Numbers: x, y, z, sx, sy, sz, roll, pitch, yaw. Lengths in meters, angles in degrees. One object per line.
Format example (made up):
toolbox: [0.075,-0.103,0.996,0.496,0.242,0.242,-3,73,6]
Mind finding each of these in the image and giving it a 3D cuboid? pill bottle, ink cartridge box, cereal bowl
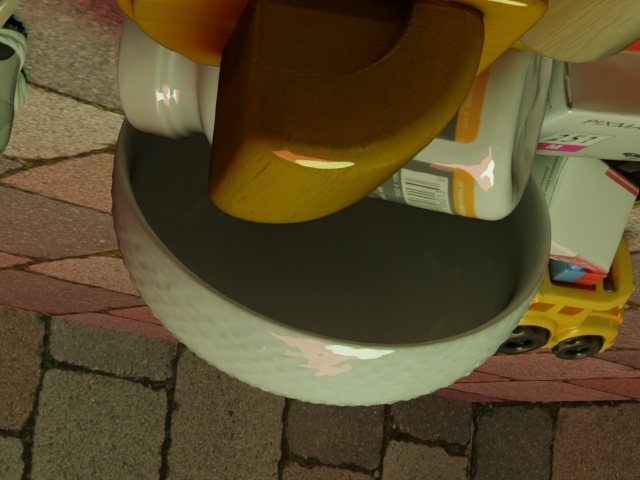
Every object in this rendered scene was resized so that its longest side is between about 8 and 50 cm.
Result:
pill bottle: [0.012,-0.115,0.953,0.278,0.162,0.162,12,170,15]
ink cartridge box: [0.152,-0.052,1.243,0.218,0.092,0.158,19,178,36]
ink cartridge box: [0.294,-0.112,1.032,0.275,0.060,0.239,2,171,-26]
cereal bowl: [0.000,0.000,1.071,0.339,0.339,0.141,8,134,-10]

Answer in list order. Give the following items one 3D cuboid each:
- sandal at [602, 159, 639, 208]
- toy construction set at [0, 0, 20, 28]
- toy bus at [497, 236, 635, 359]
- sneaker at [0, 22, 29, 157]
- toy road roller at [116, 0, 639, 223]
sandal: [0.263,-0.037,1.326,0.180,0.072,0.049,-26,147,0]
toy construction set: [-0.341,-0.163,0.871,0.309,0.257,0.237,21,-168,34]
toy bus: [0.306,0.041,1.668,0.220,0.149,0.211,9,151,-26]
sneaker: [-0.309,-0.126,1.198,0.100,0.108,0.271,8,166,-3]
toy road roller: [0.055,-0.126,0.727,0.330,0.240,0.202,8,168,-12]
